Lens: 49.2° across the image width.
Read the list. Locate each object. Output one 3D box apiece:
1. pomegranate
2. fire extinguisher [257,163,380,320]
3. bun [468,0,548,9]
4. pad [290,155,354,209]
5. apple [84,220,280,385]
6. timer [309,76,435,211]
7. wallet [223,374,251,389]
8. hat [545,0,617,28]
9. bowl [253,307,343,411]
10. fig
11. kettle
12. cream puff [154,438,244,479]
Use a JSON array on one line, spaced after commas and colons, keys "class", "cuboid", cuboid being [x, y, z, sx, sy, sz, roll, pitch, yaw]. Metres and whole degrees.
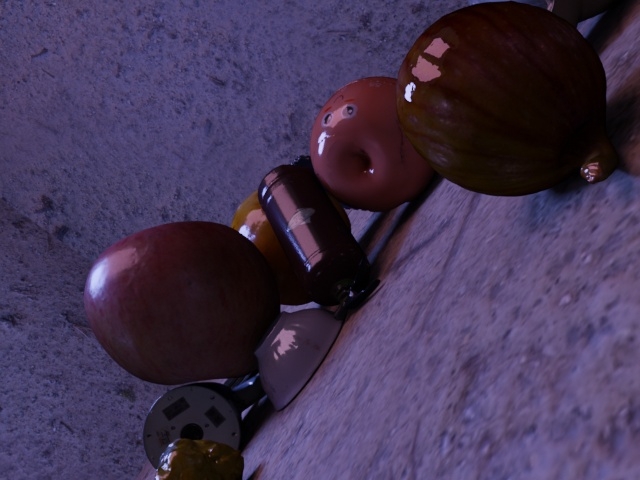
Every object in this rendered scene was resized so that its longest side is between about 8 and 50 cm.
[{"class": "pomegranate", "cuboid": [-0.060, -0.005, 1.421, 0.264, 0.264, 0.264, -54, 4, 6]}, {"class": "fire extinguisher", "cuboid": [0.000, 0.000, 1.143, 0.337, 0.114, 0.135, 61, 137, 45]}, {"class": "bun", "cuboid": [0.345, -0.470, 1.018, 0.354, 0.194, 0.354, -48, 1, 1]}, {"class": "pad", "cuboid": [0.040, -0.116, 1.496, 0.270, 0.269, 0.012, 139, 132, -64]}, {"class": "apple", "cuboid": [-0.226, 0.125, 1.205, 0.345, 0.269, 0.345, -22, -17, -7]}, {"class": "timer", "cuboid": [0.098, -0.167, 1.216, 0.229, 0.230, 0.215, -51, 6, 37]}, {"class": "wallet", "cuboid": [-0.225, 0.368, 1.746, 0.317, 0.044, 0.169, -51, 1, 22]}, {"class": "hat", "cuboid": [0.321, -0.273, 0.822, 0.166, 0.144, 0.173, 47, -146, -79]}, {"class": "bowl", "cuboid": [-0.049, 0.168, 1.111, 0.189, 0.086, 0.189, -53, 4, 6]}, {"class": "fig", "cuboid": [0.173, -0.101, 0.578, 0.175, 0.207, 0.175, -32, -38, -28]}, {"class": "kettle", "cuboid": [-0.188, 0.307, 1.252, 0.211, 0.160, 0.243, -36, -3, -2]}, {"class": "cream puff", "cuboid": [-0.162, 0.336, 0.923, 0.146, 0.116, 0.146, -174, 90, -82]}]
